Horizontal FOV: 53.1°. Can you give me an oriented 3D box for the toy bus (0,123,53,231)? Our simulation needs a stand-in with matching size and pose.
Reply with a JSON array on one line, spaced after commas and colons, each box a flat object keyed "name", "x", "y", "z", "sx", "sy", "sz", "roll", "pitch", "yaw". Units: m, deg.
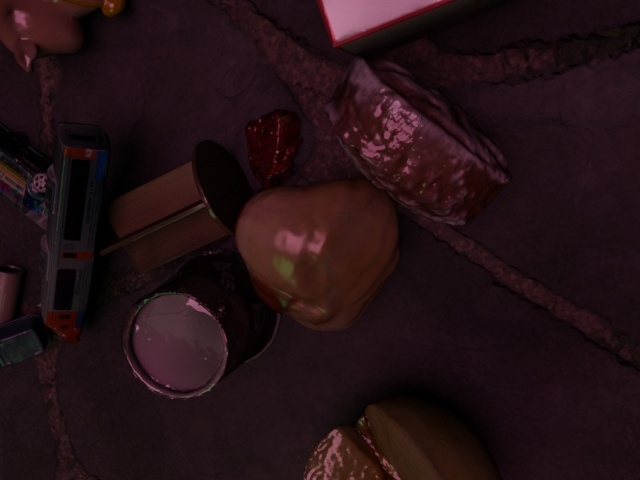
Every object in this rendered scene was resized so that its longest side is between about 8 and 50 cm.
[{"name": "toy bus", "x": -0.520, "y": -0.113, "z": 1.127, "sx": 0.261, "sy": 0.091, "sz": 0.109, "roll": 36, "pitch": 112, "yaw": 6}]

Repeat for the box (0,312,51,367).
[{"name": "box", "x": -0.554, "y": 0.186, "z": 1.177, "sx": 0.099, "sy": 0.054, "sz": 0.074, "roll": -20, "pitch": 113, "yaw": -13}]

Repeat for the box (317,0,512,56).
[{"name": "box", "x": 0.126, "y": -0.429, "z": 0.813, "sx": 0.312, "sy": 0.314, "sz": 0.300, "roll": -18, "pitch": 98, "yaw": 15}]

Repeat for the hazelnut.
[{"name": "hazelnut", "x": 0.000, "y": 0.000, "z": 0.977, "sx": 0.261, "sy": 0.241, "sz": 0.261, "roll": -1, "pitch": 126, "yaw": -1}]

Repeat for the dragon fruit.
[{"name": "dragon fruit", "x": -0.066, "y": -0.143, "z": 1.047, "sx": 0.097, "sy": 0.063, "sz": 0.131, "roll": -3, "pitch": 97, "yaw": 48}]

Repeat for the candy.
[{"name": "candy", "x": 0.133, "y": -0.134, "z": 0.901, "sx": 0.289, "sy": 0.214, "sz": 0.157, "roll": 31, "pitch": 110, "yaw": -24}]

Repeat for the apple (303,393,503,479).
[{"name": "apple", "x": 0.136, "y": 0.379, "z": 0.996, "sx": 0.295, "sy": 0.233, "sz": 0.258, "roll": -41, "pitch": 70, "yaw": 26}]

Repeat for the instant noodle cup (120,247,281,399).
[{"name": "instant noodle cup", "x": -0.194, "y": 0.136, "z": 1.037, "sx": 0.217, "sy": 0.207, "sz": 0.217, "roll": 3, "pitch": 101, "yaw": 13}]

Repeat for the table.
[{"name": "table", "x": -0.242, "y": -0.040, "z": 1.044, "sx": 0.226, "sy": 0.167, "sz": 0.167, "roll": -23, "pitch": 94, "yaw": 20}]

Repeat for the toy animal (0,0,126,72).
[{"name": "toy animal", "x": -0.419, "y": -0.399, "z": 1.029, "sx": 0.165, "sy": 0.149, "sz": 0.248, "roll": 44, "pitch": 95, "yaw": 17}]

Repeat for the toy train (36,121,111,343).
[{"name": "toy train", "x": -0.415, "y": 0.004, "z": 1.057, "sx": 0.089, "sy": 0.086, "sz": 0.409, "roll": 2, "pitch": 126, "yaw": -29}]

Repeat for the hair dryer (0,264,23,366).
[{"name": "hair dryer", "x": -0.678, "y": 0.114, "z": 1.226, "sx": 0.220, "sy": 0.053, "sz": 0.195, "roll": 20, "pitch": 103, "yaw": 15}]
